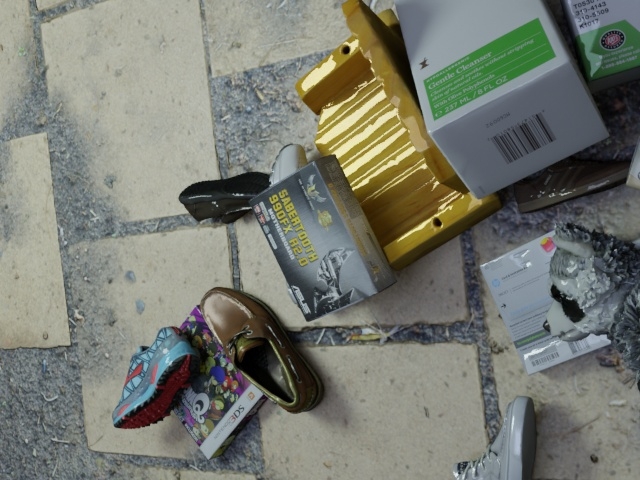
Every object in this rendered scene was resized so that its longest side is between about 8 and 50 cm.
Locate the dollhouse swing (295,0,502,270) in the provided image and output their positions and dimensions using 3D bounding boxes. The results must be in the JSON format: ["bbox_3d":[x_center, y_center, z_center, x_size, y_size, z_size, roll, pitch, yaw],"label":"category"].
[{"bbox_3d":[0.073,-0.151,1.374,0.315,0.305,0.347,-34,76,31],"label":"dollhouse swing"}]

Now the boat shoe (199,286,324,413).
[{"bbox_3d":[-0.119,0.189,1.639,0.307,0.104,0.111,40,98,21],"label":"boat shoe"}]

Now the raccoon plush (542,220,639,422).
[{"bbox_3d":[0.523,0.056,1.197,0.446,0.216,0.299,-22,69,4],"label":"raccoon plush"}]

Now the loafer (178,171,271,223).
[{"bbox_3d":[-0.163,-0.075,1.690,0.220,0.080,0.078,-1,126,33],"label":"loafer"}]

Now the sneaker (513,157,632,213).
[{"bbox_3d":[0.368,-0.096,1.318,0.188,0.066,0.071,-19,82,34],"label":"sneaker"}]

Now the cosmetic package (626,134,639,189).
[{"bbox_3d":[0.569,-0.078,1.127,0.309,0.160,0.113,23,107,32],"label":"cosmetic package"}]

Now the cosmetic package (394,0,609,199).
[{"bbox_3d":[0.231,-0.257,1.225,0.197,0.155,0.365,-28,43,19],"label":"cosmetic package"}]

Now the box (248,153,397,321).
[{"bbox_3d":[0.000,0.000,1.453,0.183,0.056,0.231,-26,89,46],"label":"box"}]

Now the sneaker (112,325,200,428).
[{"bbox_3d":[-0.332,0.271,1.775,0.262,0.104,0.125,-47,51,25],"label":"sneaker"}]

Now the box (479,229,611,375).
[{"bbox_3d":[0.345,0.094,1.366,0.145,0.038,0.186,-30,78,32],"label":"box"}]

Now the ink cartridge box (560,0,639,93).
[{"bbox_3d":[0.420,-0.364,1.201,0.201,0.117,0.278,-16,84,16],"label":"ink cartridge box"}]

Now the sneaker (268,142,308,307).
[{"bbox_3d":[-0.006,-0.029,1.574,0.129,0.111,0.297,-12,94,23],"label":"sneaker"}]

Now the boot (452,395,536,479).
[{"bbox_3d":[0.265,0.362,1.406,0.123,0.095,0.258,7,99,27],"label":"boot"}]

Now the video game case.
[{"bbox_3d":[-0.223,0.278,1.768,0.232,0.042,0.210,49,117,21],"label":"video game case"}]
